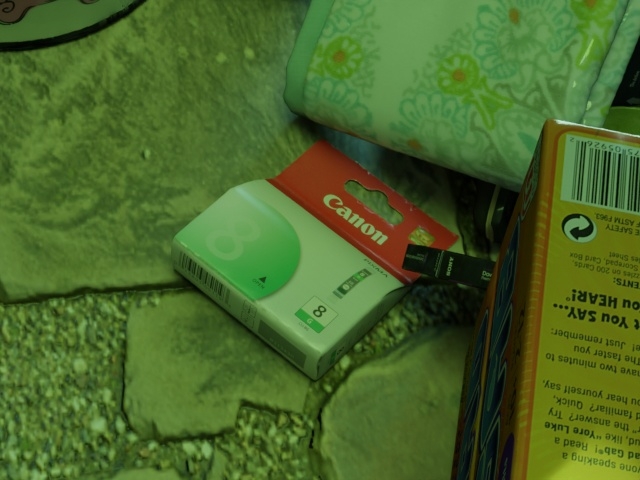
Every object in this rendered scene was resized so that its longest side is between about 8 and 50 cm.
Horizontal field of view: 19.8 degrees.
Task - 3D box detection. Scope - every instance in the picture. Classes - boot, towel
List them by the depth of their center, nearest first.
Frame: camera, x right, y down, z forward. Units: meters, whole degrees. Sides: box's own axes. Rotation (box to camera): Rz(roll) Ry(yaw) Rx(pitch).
[{"bbox_3d":[0.159,-0.252,1.732,0.320,0.090,0.374,21,88,35],"label":"towel"},{"bbox_3d":[0.130,-0.086,1.788,0.137,0.077,0.198,5,51,10],"label":"boot"}]

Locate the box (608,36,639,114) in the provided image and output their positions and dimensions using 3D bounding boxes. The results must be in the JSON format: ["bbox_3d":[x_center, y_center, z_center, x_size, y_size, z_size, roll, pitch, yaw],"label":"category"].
[{"bbox_3d":[0.356,-0.201,1.837,0.158,0.156,0.093,-5,57,-12],"label":"box"}]

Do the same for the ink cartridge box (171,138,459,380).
[{"bbox_3d":[0.000,0.000,1.707,0.181,0.056,0.225,37,59,17],"label":"ink cartridge box"}]

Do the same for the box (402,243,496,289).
[{"bbox_3d":[0.165,0.035,1.652,0.162,0.116,0.029,12,90,-14],"label":"box"}]

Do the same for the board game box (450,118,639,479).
[{"bbox_3d":[0.298,0.178,1.432,0.357,0.356,0.356,11,54,0],"label":"board game box"}]

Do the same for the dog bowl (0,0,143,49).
[{"bbox_3d":[-0.337,-0.395,1.882,0.408,0.150,0.408,4,54,-5],"label":"dog bowl"}]

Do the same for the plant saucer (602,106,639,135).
[{"bbox_3d":[0.312,-0.027,1.780,0.241,0.037,0.241,4,55,-6],"label":"plant saucer"}]
